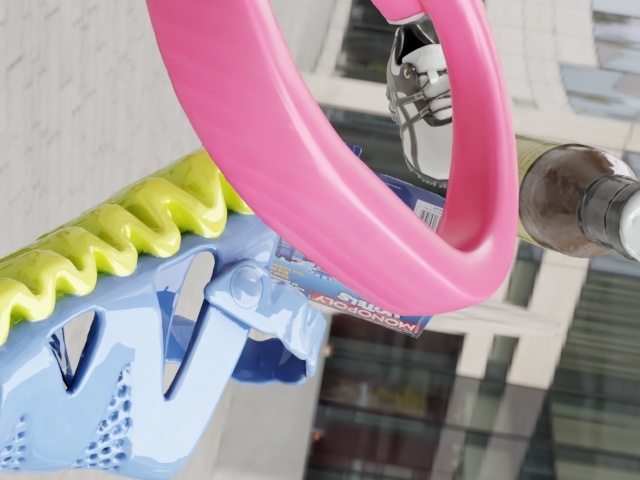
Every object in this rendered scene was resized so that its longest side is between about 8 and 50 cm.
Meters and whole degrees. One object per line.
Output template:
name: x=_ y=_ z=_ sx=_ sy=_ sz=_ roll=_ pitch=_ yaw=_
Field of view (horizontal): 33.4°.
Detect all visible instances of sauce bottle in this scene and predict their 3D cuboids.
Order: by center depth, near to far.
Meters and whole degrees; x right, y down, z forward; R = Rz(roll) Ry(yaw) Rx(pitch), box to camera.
sauce bottle: x=0.236 y=-0.041 z=1.040 sx=0.344 sy=0.111 sz=0.111 roll=-139 pitch=-123 yaw=-72

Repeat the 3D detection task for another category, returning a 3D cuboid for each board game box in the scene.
board game box: x=0.000 y=0.000 z=0.791 sx=0.194 sy=0.194 sz=0.060 roll=113 pitch=-4 yaw=-64

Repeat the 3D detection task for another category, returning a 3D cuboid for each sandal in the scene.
sandal: x=-0.101 y=0.057 z=0.499 sx=0.317 sy=0.126 sz=0.138 roll=-33 pitch=102 yaw=-38

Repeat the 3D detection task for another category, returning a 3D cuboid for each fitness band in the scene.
fitness band: x=0.020 y=-0.082 z=0.493 sx=0.291 sy=0.054 sz=0.209 roll=37 pitch=49 yaw=-51

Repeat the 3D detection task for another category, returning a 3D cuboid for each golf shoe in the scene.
golf shoe: x=0.101 y=-0.125 z=0.974 sx=0.198 sy=0.077 sz=0.094 roll=-117 pitch=-167 yaw=-48
